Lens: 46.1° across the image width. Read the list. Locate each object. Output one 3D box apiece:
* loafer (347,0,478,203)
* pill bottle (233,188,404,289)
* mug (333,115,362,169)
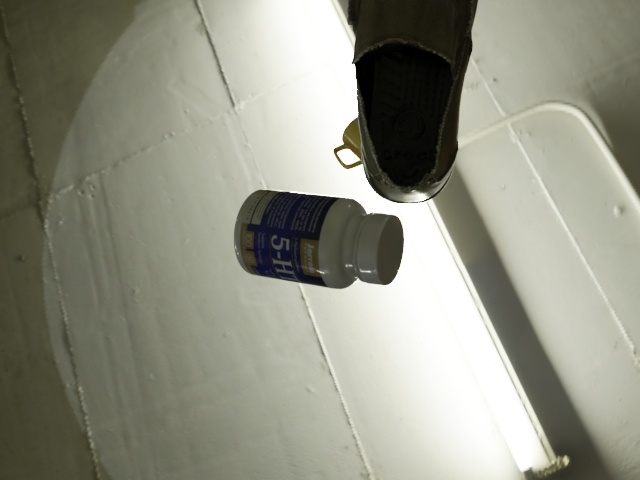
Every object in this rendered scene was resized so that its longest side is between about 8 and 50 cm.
[{"bbox_3d":[0.065,-0.143,0.502,0.094,0.087,0.251,-3,-76,5],"label":"loafer"},{"bbox_3d":[0.000,0.000,0.911,0.186,0.112,0.112,7,-108,28],"label":"pill bottle"},{"bbox_3d":[0.066,-0.126,1.030,0.078,0.062,0.064,-43,-120,20],"label":"mug"}]
